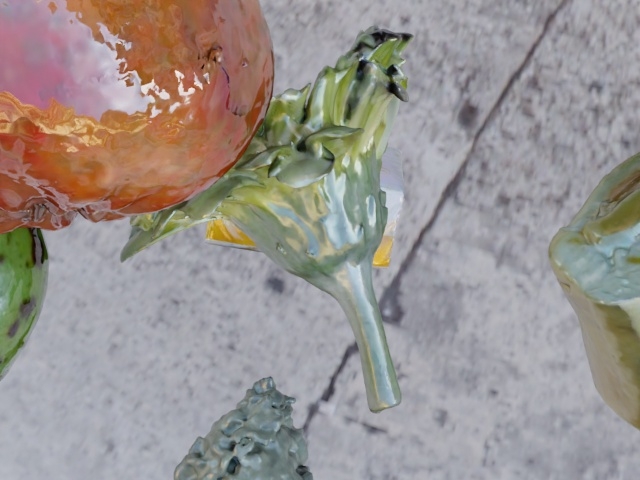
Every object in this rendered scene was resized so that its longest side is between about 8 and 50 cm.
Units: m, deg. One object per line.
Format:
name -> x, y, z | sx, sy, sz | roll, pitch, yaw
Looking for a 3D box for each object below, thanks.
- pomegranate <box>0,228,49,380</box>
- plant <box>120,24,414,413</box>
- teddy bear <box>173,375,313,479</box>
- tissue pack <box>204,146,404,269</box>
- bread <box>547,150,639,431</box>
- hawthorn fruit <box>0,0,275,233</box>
pomegranate -> -0.333, 0.035, 1.094 | 0.242, 0.306, 0.242 | 1, 98, 6
plant -> 0.004, -0.043, 1.149 | 0.297, 0.306, 0.261 | 49, 134, 24
teddy bear -> -0.091, 0.327, 1.538 | 0.225, 0.367, 0.357 | 23, 157, 14
tissue pack -> -0.016, -0.057, 1.808 | 0.225, 0.185, 0.124 | 9, 107, -1
bread -> 0.397, 0.050, 1.524 | 0.300, 0.210, 0.341 | -35, 129, -5
hawthorn fruit -> -0.182, -0.152, 0.903 | 0.276, 0.276, 0.307 | -17, 92, 24
